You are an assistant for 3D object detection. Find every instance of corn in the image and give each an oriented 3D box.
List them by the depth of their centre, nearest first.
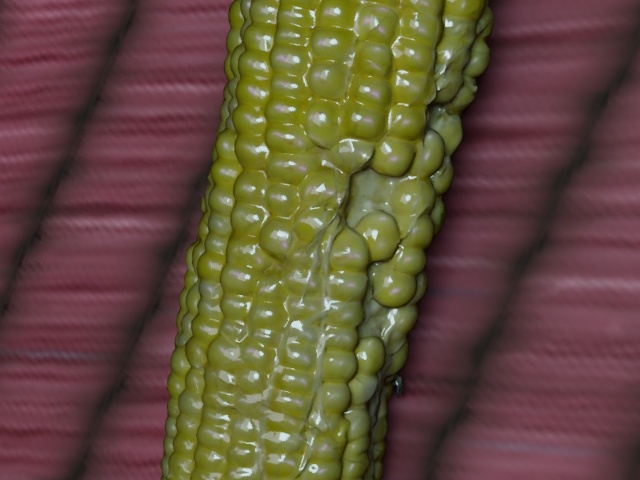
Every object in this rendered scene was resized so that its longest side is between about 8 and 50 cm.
[{"bbox_3d":[0.000,0.000,0.546,0.086,0.086,0.288,15,97,29],"label":"corn"}]
